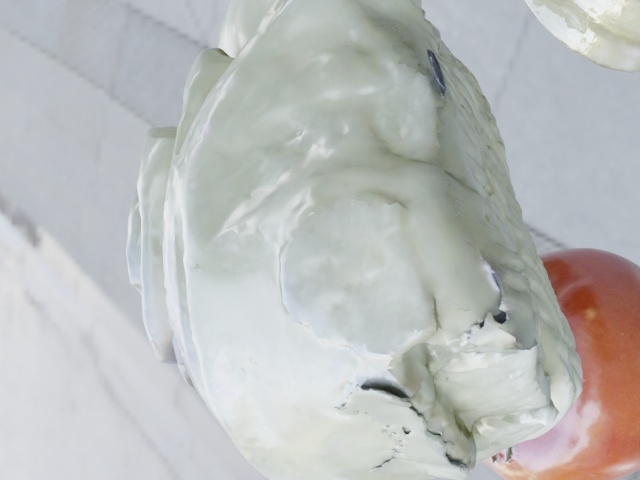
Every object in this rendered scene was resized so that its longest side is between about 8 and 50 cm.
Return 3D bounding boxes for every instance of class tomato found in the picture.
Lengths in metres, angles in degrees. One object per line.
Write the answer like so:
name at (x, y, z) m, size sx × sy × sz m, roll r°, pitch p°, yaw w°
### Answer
tomato at (0.249, 0.131, 1.741) m, size 0.256 × 0.225 × 0.255 m, roll -2°, pitch 88°, yaw 63°

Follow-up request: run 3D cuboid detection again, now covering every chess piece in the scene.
chess piece at (0.315, -0.298, 1.473) m, size 0.299 × 0.167 × 0.167 m, roll -50°, pitch 41°, yaw 36°

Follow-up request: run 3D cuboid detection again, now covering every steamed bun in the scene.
steamed bun at (0.000, 0.000, 1.042) m, size 0.394 × 0.237 × 0.346 m, roll -80°, pitch -34°, yaw -72°
